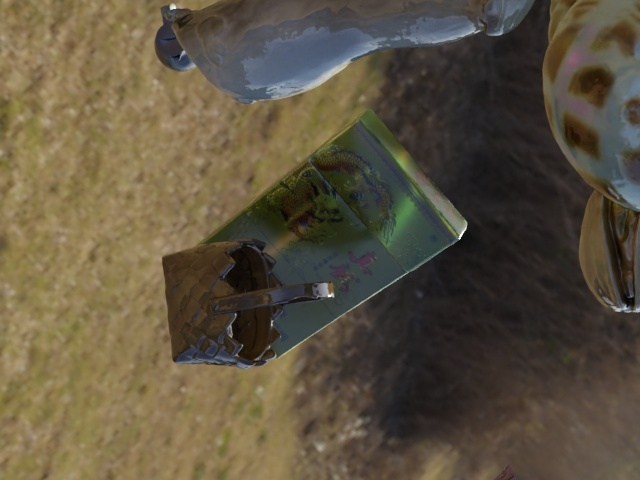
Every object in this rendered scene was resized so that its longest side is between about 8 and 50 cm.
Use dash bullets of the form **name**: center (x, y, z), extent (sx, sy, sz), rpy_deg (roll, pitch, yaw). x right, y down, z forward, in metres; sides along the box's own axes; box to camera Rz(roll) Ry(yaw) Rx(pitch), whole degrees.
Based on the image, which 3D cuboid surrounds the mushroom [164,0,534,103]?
- **mushroom**: center (0.018, -0.189, 1.073), extent (0.097, 0.351, 0.109), rpy_deg (43, 49, -43)

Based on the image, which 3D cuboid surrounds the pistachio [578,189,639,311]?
- **pistachio**: center (0.429, 0.011, 1.793), extent (0.144, 0.144, 0.215), rpy_deg (-33, 127, -32)

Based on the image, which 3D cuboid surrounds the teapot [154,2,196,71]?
- **teapot**: center (-0.185, -0.261, 1.636), extent (0.066, 0.088, 0.057), rpy_deg (-14, 177, 7)

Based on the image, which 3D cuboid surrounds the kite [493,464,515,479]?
- **kite**: center (0.150, 0.247, 1.024), extent (0.011, 0.156, 0.139), rpy_deg (-4, 97, -34)

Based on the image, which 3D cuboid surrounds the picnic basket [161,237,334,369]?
- **picnic basket**: center (-0.072, 0.066, 1.374), extent (0.178, 0.138, 0.128), rpy_deg (-6, -179, 20)

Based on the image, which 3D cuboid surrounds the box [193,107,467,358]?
- **box**: center (0.000, 0.000, 1.472), extent (0.311, 0.173, 0.043), rpy_deg (-35, -171, 36)

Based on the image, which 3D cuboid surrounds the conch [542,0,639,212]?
- **conch**: center (0.341, -0.153, 1.241), extent (0.249, 0.368, 0.197), rpy_deg (-40, 161, 14)
